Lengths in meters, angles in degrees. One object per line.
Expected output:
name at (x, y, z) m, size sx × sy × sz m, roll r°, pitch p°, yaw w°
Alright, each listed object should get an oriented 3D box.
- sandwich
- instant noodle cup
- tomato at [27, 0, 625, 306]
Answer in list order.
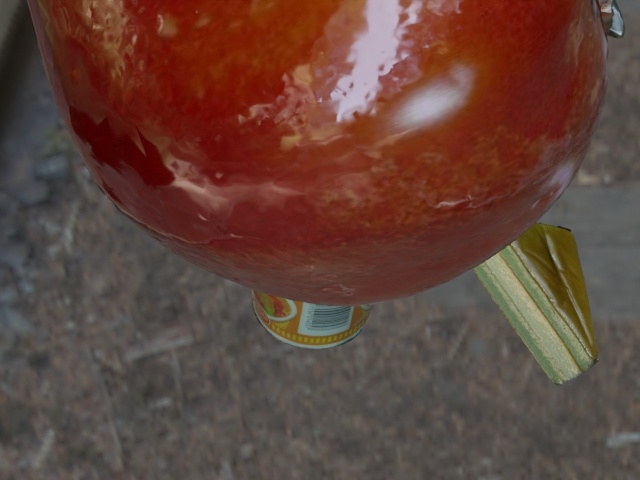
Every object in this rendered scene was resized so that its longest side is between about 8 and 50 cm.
sandwich at (0.223, 0.066, 2.077) m, size 0.113 × 0.079 × 0.163 m, roll 10°, pitch 60°, yaw -31°
instant noodle cup at (0.000, 0.000, 1.755) m, size 0.168 × 0.185 × 0.168 m, roll 3°, pitch 51°, yaw -4°
tomato at (0.001, -0.134, 0.979) m, size 0.290 × 0.293 × 0.325 m, roll -17°, pitch 77°, yaw 10°
